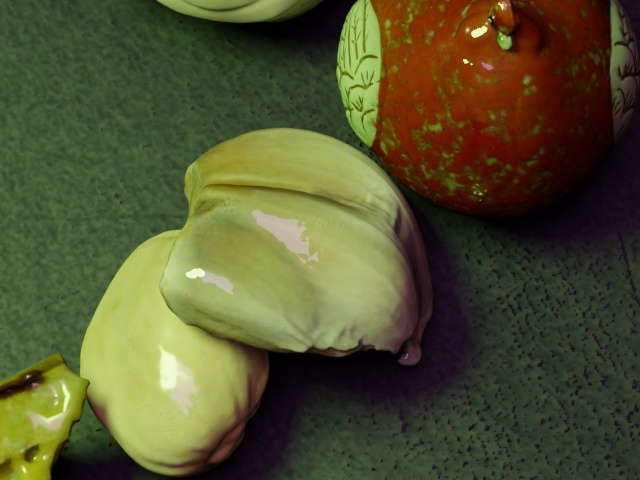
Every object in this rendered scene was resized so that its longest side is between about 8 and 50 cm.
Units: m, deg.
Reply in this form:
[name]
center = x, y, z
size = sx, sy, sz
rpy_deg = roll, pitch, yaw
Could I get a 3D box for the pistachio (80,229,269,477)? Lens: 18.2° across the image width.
[pistachio]
center = -0.115, 0.085, 1.560
size = 0.145, 0.117, 0.201
rpy_deg = -4, 68, -10

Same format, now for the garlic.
[garlic]
center = 0.000, 0.000, 1.548
size = 0.228, 0.110, 0.217
rpy_deg = 24, 39, -17

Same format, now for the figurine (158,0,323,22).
[figurine]
center = -0.123, -0.321, 1.665
size = 0.361, 0.211, 0.253
rpy_deg = 36, 77, 18

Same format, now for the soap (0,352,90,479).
[soap]
center = -0.269, 0.294, 1.475
size = 0.338, 0.169, 0.304
rpy_deg = -29, 91, -25

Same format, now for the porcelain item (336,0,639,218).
[porcelain item]
center = 0.134, -0.149, 1.561
size = 0.252, 0.253, 0.253
rpy_deg = -2, 69, 5
